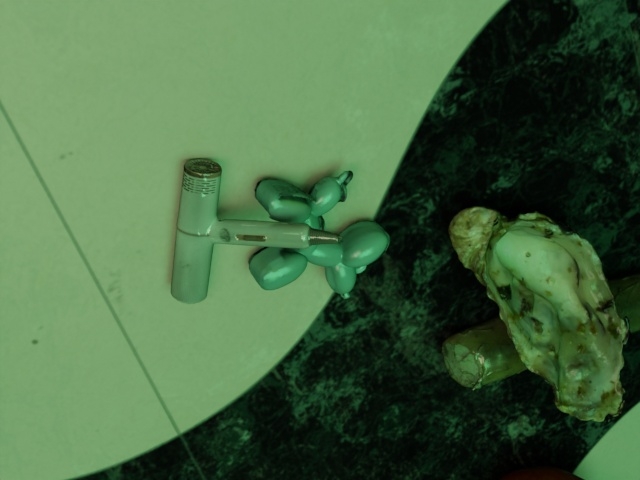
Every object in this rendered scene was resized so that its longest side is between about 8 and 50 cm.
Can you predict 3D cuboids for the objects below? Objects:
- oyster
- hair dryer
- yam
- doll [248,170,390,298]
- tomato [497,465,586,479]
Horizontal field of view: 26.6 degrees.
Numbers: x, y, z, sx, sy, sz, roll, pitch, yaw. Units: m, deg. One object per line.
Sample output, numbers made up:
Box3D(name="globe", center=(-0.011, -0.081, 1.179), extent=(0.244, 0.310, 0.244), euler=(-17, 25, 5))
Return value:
Box3D(name="oyster", center=(0.258, 0.083, 1.588), extent=(0.166, 0.094, 0.294), euler=(-22, 94, -27))
Box3D(name="hair dryer", center=(-0.064, 0.009, 1.411), extent=(0.183, 0.044, 0.155), euler=(15, 119, 10))
Box3D(name="yam", center=(0.328, 0.096, 1.684), extent=(0.371, 0.083, 0.083), euler=(-18, 123, -19))
Box3D(name="doll", center=(0.000, 0.000, 1.482), extent=(0.158, 0.059, 0.159), euler=(-11, 120, -19))
Box3D(name="tomato", center=(0.273, 0.392, 1.815), extent=(0.236, 0.095, 0.237), euler=(-14, 126, -20))
